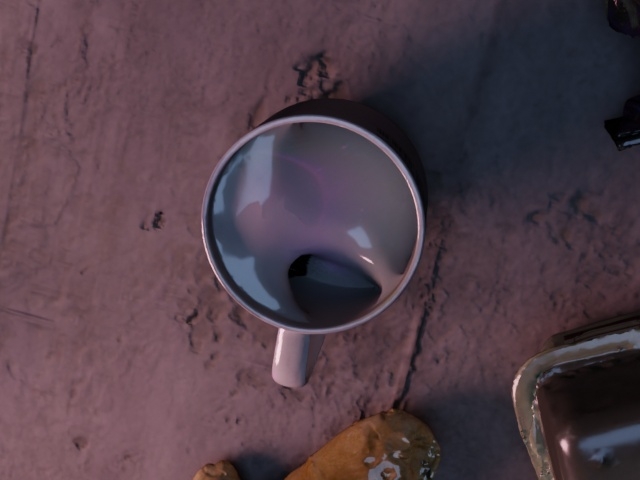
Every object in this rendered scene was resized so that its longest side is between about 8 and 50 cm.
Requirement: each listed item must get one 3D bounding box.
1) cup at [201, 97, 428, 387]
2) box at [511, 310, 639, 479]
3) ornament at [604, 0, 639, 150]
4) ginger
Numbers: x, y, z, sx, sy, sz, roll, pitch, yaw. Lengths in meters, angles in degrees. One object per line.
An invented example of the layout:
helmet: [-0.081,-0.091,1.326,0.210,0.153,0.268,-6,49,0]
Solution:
cup: [0.010,-0.007,0.756,0.134,0.142,0.173,-18,101,12]
box: [0.285,0.139,0.744,0.291,0.166,0.220,-15,103,13]
ornament: [0.214,-0.164,0.716,0.081,0.088,0.203,-5,102,8]
ginger: [-0.060,0.231,0.861,0.334,0.081,0.147,-17,97,11]
